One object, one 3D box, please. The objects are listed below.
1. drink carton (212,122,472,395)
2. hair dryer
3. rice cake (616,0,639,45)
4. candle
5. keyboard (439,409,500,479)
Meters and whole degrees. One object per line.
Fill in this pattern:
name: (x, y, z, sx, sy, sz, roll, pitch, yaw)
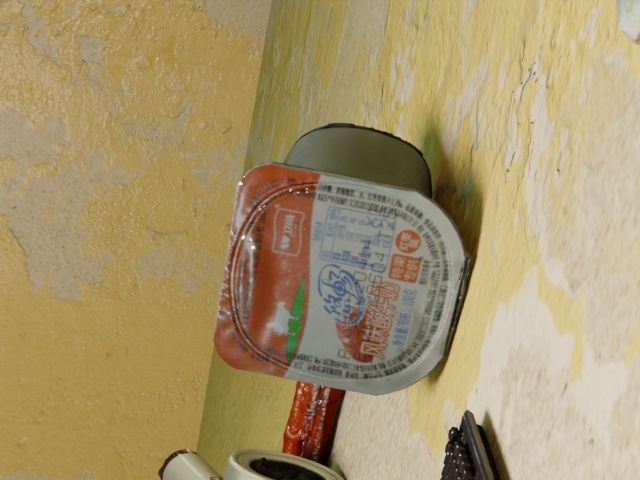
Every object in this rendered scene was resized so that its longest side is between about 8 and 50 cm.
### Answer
drink carton: (0.024, 0.006, 1.139, 0.189, 0.191, 0.185, -77, -3, -70)
hair dryer: (-0.104, 0.303, 1.497, 0.362, 0.128, 0.203, 26, 104, 63)
rice cake: (0.184, -0.206, 0.731, 0.124, 0.038, 0.211, 111, 164, -55)
candle: (-0.014, 0.216, 1.509, 0.084, 0.059, 0.301, -120, 37, -57)
keyboard: (0.107, 0.203, 0.867, 0.230, 0.025, 0.093, -101, 19, -65)
